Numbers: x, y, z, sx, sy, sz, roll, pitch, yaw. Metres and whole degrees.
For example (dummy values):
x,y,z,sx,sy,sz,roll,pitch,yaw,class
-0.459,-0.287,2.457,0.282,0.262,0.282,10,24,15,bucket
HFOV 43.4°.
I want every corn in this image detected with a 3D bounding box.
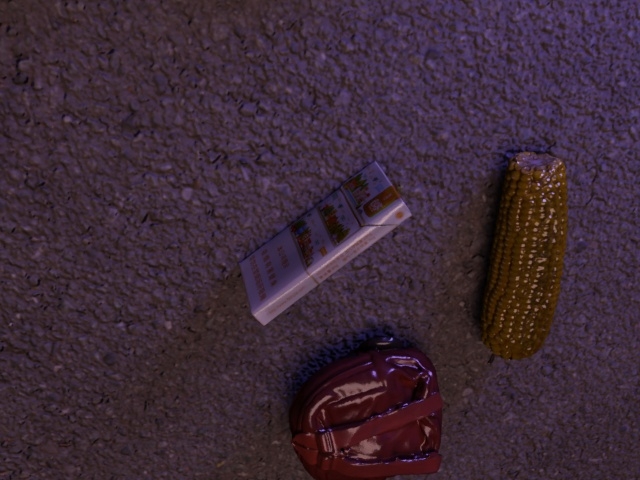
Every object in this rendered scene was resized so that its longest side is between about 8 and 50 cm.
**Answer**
x,y,z,sx,sy,sz,roll,pitch,yaw,class
0.276,0.032,1.078,0.101,0.101,0.311,-2,116,-12,corn

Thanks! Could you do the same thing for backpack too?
x,y,z,sx,sy,sz,roll,pitch,yaw,class
0.061,0.251,1.118,0.229,0.139,0.229,-8,120,-14,backpack

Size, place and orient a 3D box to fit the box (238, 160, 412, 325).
x,y,z,sx,sy,sz,roll,pitch,yaw,class
0.000,0.001,0.979,0.220,0.122,0.032,-37,121,8,box
